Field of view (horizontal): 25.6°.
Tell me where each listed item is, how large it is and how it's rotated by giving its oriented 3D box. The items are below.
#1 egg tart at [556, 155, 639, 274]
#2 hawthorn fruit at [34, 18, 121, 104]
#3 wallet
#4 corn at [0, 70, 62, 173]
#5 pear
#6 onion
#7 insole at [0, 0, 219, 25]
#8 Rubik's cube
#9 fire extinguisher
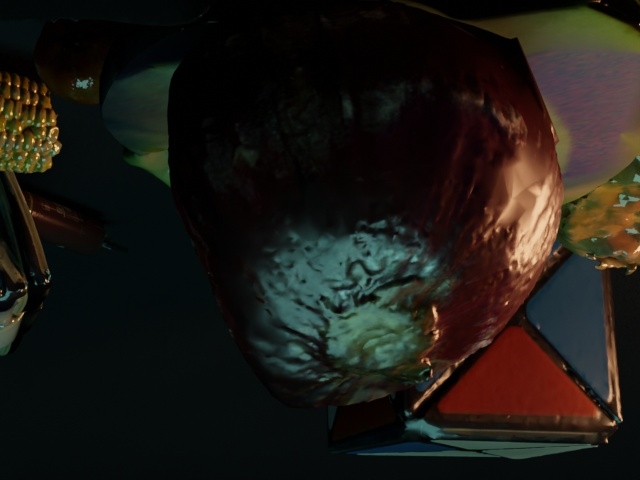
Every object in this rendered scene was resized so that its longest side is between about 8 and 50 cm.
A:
[{"bbox_3d":[0.307,-0.069,1.286,0.352,0.150,0.352,-2,155,-1],"label":"egg tart"},{"bbox_3d":[-0.181,-0.142,1.127,0.081,0.081,0.093,-8,158,11],"label":"hawthorn fruit"},{"bbox_3d":[-0.333,0.015,1.366,0.075,0.176,0.250,-17,165,-27],"label":"wallet"},{"bbox_3d":[-0.337,-0.112,1.159,0.244,0.093,0.093,10,154,-31],"label":"corn"},{"bbox_3d":[0.042,-0.153,1.010,0.399,0.165,0.399,-1,157,0],"label":"pear"},{"bbox_3d":[0.032,-0.044,0.805,0.206,0.216,0.207,-18,138,9],"label":"onion"},{"bbox_3d":[-0.195,-0.191,0.891,0.309,0.110,0.012,10,-167,24],"label":"insole"},{"bbox_3d":[0.151,0.105,1.507,0.246,0.248,0.250,5,165,-18],"label":"Rubik's cube"},{"bbox_3d":[-0.274,-0.016,1.464,0.064,0.043,0.158,18,175,41],"label":"fire extinguisher"}]
